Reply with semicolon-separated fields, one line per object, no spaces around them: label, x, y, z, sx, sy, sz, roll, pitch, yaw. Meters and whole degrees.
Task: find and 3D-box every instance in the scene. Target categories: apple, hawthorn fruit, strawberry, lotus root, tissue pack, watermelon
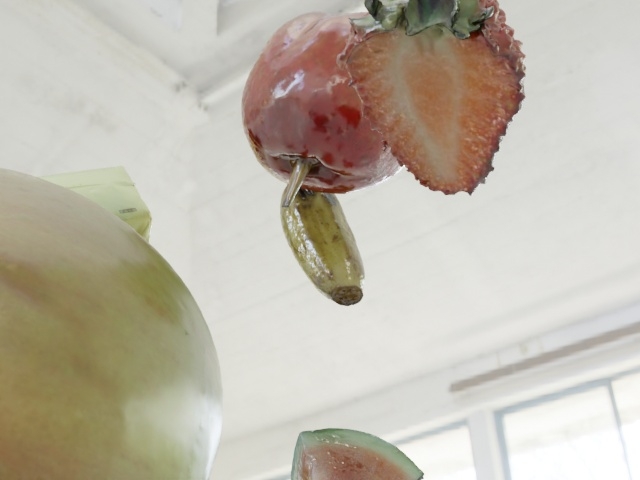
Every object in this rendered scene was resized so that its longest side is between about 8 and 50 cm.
apple;-0.231;0.125;0.598;0.305;0.339;0.338;27;-43;-28
hawthorn fruit;0.014;-0.181;1.376;0.287;0.330;0.287;22;-27;12
strawberry;0.125;-0.179;0.960;0.188;0.106;0.286;3;-38;18
lotus root;0.000;0.000;1.499;0.110;0.258;0.097;-9;-36;-16
tissue pack;-0.427;-0.033;1.569;0.234;0.159;0.125;-10;-45;-29
watermelon;0.051;0.390;1.335;0.207;0.202;0.136;-4;-34;8
